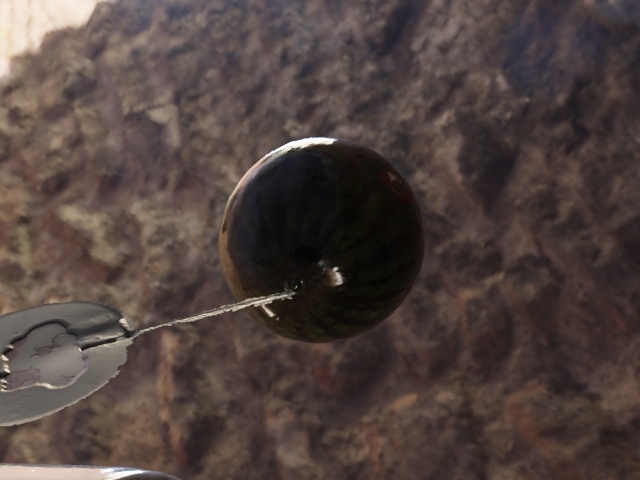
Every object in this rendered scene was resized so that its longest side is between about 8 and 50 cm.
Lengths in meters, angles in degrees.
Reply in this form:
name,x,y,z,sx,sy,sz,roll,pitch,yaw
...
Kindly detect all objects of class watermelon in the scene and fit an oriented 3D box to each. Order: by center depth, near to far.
name,x,y,z,sx,sy,sz,roll,pitch,yaw
watermelon,0.000,0.000,1.243,0.212,0.212,0.212,-37,-139,40

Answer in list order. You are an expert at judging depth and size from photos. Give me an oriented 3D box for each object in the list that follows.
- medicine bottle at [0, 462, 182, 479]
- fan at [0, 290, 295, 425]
name,x,y,z,sx,sy,sz,roll,pitch,yaw
medicine bottle,-0.169,0.180,0.618,0.252,0.144,0.144,-6,-117,37
fan,-0.179,0.086,1.057,0.191,0.329,0.009,-120,-163,-62
